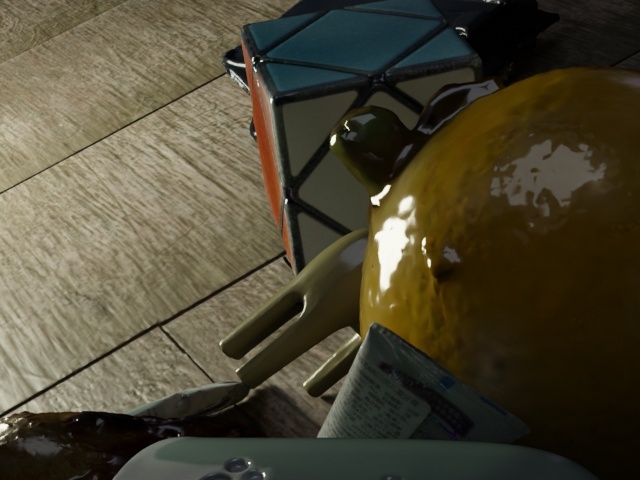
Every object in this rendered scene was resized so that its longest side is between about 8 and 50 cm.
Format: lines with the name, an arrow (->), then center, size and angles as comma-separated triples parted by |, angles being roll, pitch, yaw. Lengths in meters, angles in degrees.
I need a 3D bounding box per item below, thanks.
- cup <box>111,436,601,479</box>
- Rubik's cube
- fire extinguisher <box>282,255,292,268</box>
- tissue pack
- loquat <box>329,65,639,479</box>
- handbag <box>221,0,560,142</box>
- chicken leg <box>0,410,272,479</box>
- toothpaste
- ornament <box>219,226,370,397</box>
cup -> 0.029, 0.285, 0.818 | 0.275, 0.259, 0.356 | -5, 64, 26
Rubik's cube -> 0.045, -0.105, 1.436 | 0.205, 0.207, 0.205 | -11, 28, -7
fire extinguisher -> 0.001, 0.005, 1.500 | 0.046, 0.032, 0.100 | 29, 48, 12
tissue pack -> -0.144, 0.156, 1.281 | 0.193, 0.026, 0.122 | -18, -7, 1
loquat -> 0.160, 0.017, 1.034 | 0.328, 0.359, 0.328 | -54, -1, -1
handbag -> 0.087, -0.227, 1.730 | 0.329, 0.122, 0.303 | 9, 40, 44
chicken leg -> -0.176, 0.170, 1.135 | 0.323, 0.083, 0.177 | 4, -1, -18
toothpaste -> 0.037, 0.152, 0.982 | 0.114, 0.299, 0.073 | 37, 54, 5
ornament -> 0.068, 0.055, 1.230 | 0.245, 0.230, 0.061 | -39, 57, 10
